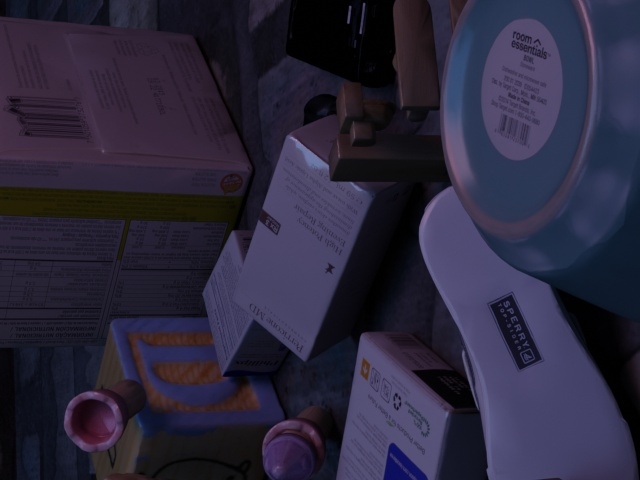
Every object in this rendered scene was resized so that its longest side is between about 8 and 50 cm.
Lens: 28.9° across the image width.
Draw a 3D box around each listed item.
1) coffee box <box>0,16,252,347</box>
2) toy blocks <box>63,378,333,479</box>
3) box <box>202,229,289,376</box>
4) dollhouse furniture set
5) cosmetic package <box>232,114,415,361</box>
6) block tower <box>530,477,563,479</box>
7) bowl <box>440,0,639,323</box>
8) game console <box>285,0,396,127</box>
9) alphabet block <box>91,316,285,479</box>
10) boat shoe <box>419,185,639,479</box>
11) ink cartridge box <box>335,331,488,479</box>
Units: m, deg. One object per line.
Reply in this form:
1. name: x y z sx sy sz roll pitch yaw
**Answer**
1. coffee box: -0.332 -0.078 1.743 0.337 0.338 0.334 -114 34 -44
2. toy blocks: -0.142 0.324 1.284 0.260 0.289 0.309 -32 -52 -78
3. box: -0.081 0.078 1.501 0.137 0.072 0.126 120 142 -46
4. dollhouse furniture set: 0.085 -0.138 1.088 0.151 0.144 0.123 112 157 -67
5. cosmetic package: 0.000 0.000 1.260 0.117 0.085 0.231 38 129 22
6. block tower: 0.222 0.248 0.731 0.335 0.097 0.091 24 108 53
7. bowl: 0.190 -0.087 0.800 0.311 0.163 0.311 180 90 -65
8. game console: 0.008 -0.138 1.350 0.213 0.044 0.361 -142 57 -62
9. alphabet block: -0.177 0.230 1.570 0.193 0.192 0.197 -114 33 -46
10. boat shoe: 0.158 0.102 0.943 0.301 0.108 0.102 67 -169 10
11. ink cartridge box: 0.068 0.287 1.173 0.176 0.069 0.371 39 122 59
